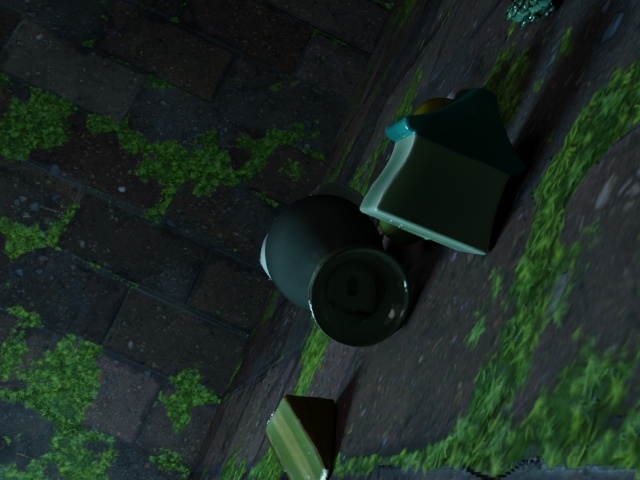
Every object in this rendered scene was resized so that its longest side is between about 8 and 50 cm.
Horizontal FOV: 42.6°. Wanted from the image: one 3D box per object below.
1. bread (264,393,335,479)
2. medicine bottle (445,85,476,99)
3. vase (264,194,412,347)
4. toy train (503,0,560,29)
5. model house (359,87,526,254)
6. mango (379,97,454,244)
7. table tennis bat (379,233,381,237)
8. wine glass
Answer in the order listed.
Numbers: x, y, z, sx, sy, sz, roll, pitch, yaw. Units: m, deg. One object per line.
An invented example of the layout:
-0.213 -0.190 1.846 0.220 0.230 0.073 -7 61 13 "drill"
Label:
-0.001 0.267 1.039 0.074 0.084 0.139 -62 38 19 "bread"
0.174 -0.159 1.053 0.089 0.052 0.052 135 159 -73 "medicine bottle"
0.021 0.038 1.078 0.173 0.173 0.321 -64 10 5 "vase"
0.255 -0.292 0.964 0.148 0.038 0.071 -118 53 -81 "toy train"
0.123 -0.074 0.805 0.100 0.127 0.149 -147 79 -83 "model house"
0.124 -0.076 0.971 0.130 0.092 0.195 -74 6 -47 "mango"
0.086 0.008 1.334 0.083 0.007 0.050 -85 21 -67 "table tennis bat"
0.000 0.000 1.477 0.196 0.165 0.165 -44 20 51 "wine glass"
